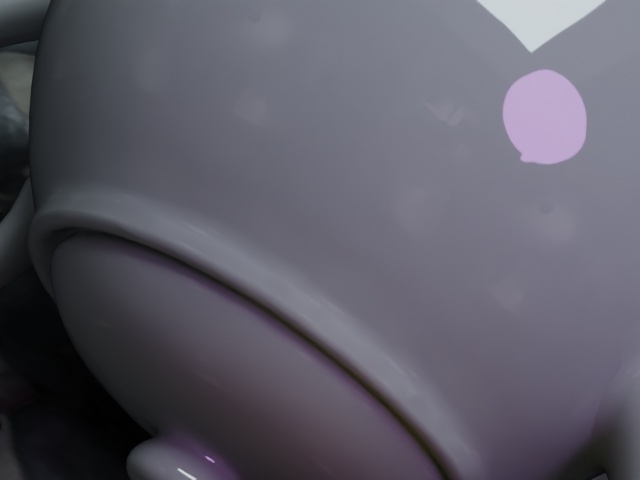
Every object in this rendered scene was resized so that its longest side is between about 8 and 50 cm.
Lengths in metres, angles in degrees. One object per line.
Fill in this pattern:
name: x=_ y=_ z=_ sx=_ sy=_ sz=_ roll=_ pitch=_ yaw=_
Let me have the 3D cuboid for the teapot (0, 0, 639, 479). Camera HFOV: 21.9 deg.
teapot: x=0.000 y=0.000 z=0.498 sx=0.252 sy=0.256 sz=0.187 roll=43 pitch=69 yaw=-18
